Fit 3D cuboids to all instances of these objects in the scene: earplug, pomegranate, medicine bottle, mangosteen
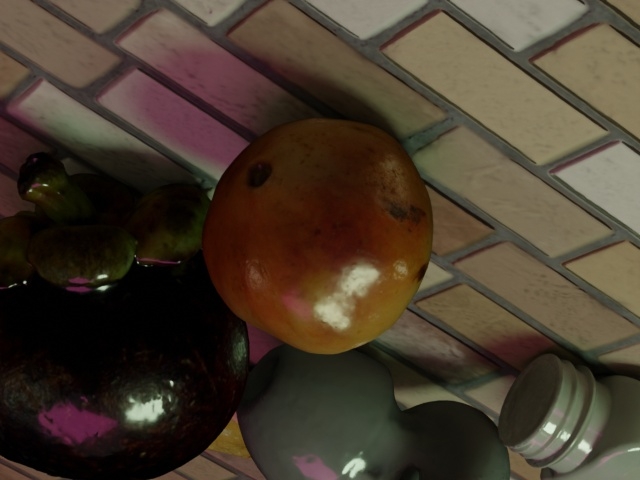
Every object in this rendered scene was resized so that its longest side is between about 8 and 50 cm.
[{"bbox_3d":[0.053,0.231,1.715,0.325,0.214,0.175,31,170,26],"label":"earplug"},{"bbox_3d":[-0.004,-0.004,1.396,0.209,0.209,0.209,14,150,8],"label":"pomegranate"},{"bbox_3d":[0.348,0.237,1.680,0.324,0.124,0.179,27,149,-17],"label":"medicine bottle"},{"bbox_3d":[-0.223,0.092,1.607,0.330,0.330,0.330,14,150,8],"label":"mangosteen"}]

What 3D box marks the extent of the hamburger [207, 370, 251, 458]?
[{"bbox_3d":[-0.108,0.208,1.925,0.147,0.083,0.138,13,146,7],"label":"hamburger"}]
